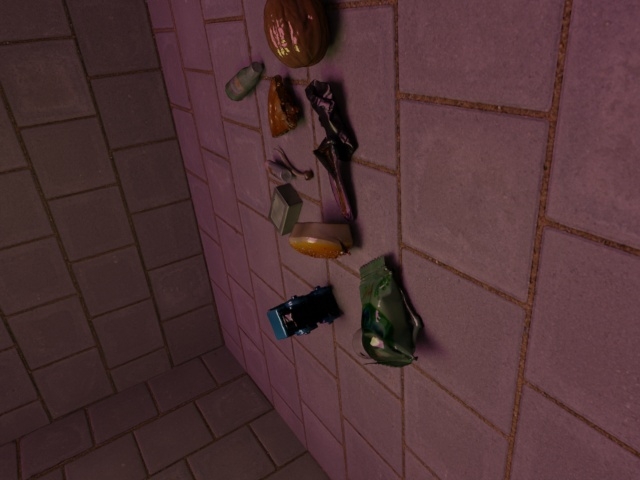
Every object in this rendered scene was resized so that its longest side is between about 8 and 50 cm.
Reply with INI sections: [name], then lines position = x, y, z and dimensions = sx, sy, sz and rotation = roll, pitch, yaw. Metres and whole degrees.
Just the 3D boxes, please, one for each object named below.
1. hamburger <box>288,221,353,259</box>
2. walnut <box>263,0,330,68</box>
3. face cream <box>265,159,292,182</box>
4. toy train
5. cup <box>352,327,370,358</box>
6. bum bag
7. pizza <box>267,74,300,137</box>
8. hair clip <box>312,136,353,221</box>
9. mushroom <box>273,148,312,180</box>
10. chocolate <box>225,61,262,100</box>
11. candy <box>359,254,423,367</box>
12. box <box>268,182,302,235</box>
[hamburger]
position = 0.000, 0.000, 1.856
dimensions = 0.295, 0.227, 0.151
rotation = 6, 90, 63
[walnut]
position = -0.077, -0.702, 1.512
dimensions = 0.225, 0.225, 0.261
rotation = 18, 128, 56
[face cream]
position = -0.196, -0.320, 2.138
dimensions = 0.084, 0.057, 0.198
rotation = 55, 169, -32
[toy train]
position = -0.081, 0.336, 2.139
dimensions = 0.265, 0.300, 0.188
rotation = -26, 85, 52
[cup]
position = 0.215, 0.418, 1.875
dimensions = 0.142, 0.173, 0.134
rotation = 138, 141, -63
[bum bag]
position = 0.042, -0.423, 1.640
dimensions = 0.137, 0.074, 0.310
rotation = 4, 125, 60
[pizza]
position = -0.147, -0.528, 1.905
dimensions = 0.229, 0.081, 0.289
rotation = 53, 150, 41
[hair clip]
position = 0.055, -0.222, 1.723
dimensions = 0.110, 0.095, 0.359
rotation = 6, 138, 32
[mushroom]
position = -0.125, -0.331, 2.053
dimensions = 0.306, 0.043, 0.068
rotation = 40, 129, 44
[chocolate]
position = -0.345, -0.734, 2.115
dimensions = 0.291, 0.110, 0.110
rotation = -10, 100, 60
[candy]
position = 0.223, 0.263, 1.699
dimensions = 0.263, 0.172, 0.398
rotation = -34, 65, 58
[box]
position = -0.171, -0.145, 2.207
dimensions = 0.129, 0.086, 0.225
rotation = 55, 149, 25
